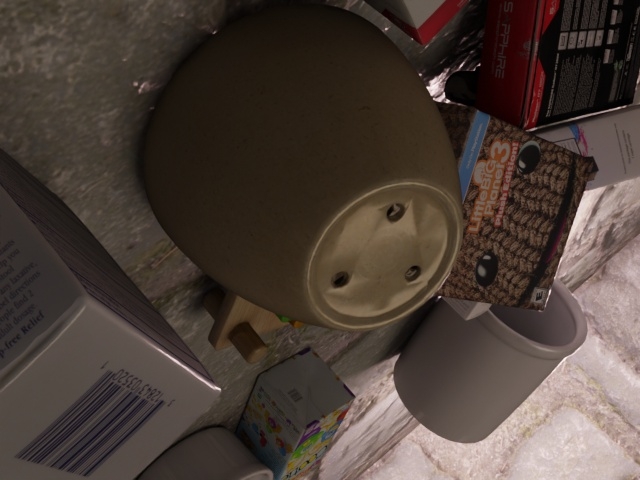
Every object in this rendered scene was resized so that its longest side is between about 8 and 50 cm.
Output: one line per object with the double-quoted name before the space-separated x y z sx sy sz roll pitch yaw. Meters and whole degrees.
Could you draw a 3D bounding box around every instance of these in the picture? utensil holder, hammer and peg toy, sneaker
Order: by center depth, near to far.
"hammer and peg toy" 0.000 0.000 1.138 0.266 0.127 0.361 -15 143 -43
"sneaker" 0.282 -0.254 1.261 0.267 0.101 0.106 -7 111 -49
"utensil holder" 0.398 0.262 1.969 0.328 0.327 0.385 -17 145 -46

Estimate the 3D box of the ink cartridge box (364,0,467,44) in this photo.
"ink cartridge box" 0.080 -0.305 0.781 0.127 0.128 0.176 -46 157 3

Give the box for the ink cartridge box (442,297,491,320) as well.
"ink cartridge box" 0.319 0.032 1.669 0.092 0.158 0.218 -17 144 -45

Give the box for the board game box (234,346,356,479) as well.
"board game box" -0.062 0.372 1.641 0.142 0.144 0.275 -24 150 -39

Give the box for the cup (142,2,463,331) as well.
"cup" 0.013 -0.044 0.827 0.331 0.237 0.331 -15 127 -21

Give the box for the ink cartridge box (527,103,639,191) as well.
"ink cartridge box" 0.392 -0.134 1.355 0.278 0.117 0.201 -15 -176 -7

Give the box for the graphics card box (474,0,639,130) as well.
"graphics card box" 0.369 -0.301 1.190 0.371 0.094 0.232 -18 119 -44

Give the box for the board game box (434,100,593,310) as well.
"board game box" 0.207 -0.044 1.099 0.291 0.141 0.232 10 99 -44

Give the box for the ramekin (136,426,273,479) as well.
"ramekin" -0.239 0.489 1.561 0.277 0.135 0.277 -35 154 -20

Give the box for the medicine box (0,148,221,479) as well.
"medicine box" -0.250 0.040 0.622 0.149 0.289 0.263 -43 156 -7
